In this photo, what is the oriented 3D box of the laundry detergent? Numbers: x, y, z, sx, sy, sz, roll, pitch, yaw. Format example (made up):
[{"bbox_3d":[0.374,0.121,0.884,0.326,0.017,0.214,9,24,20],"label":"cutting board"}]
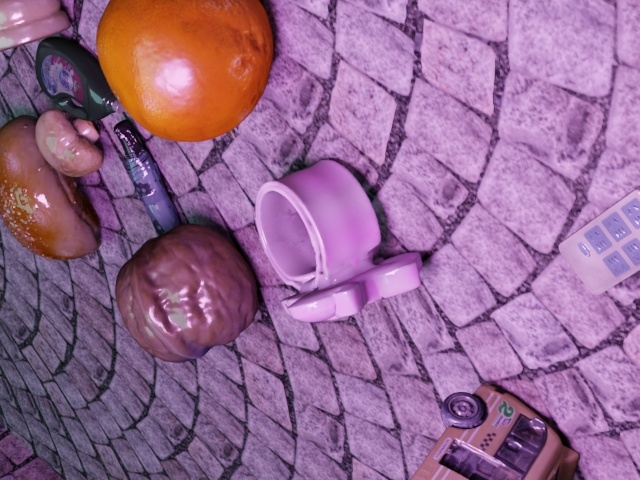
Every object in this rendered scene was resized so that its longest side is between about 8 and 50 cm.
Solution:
[{"bbox_3d":[-0.424,-0.273,2.212,0.211,0.063,0.137,34,132,28],"label":"laundry detergent"}]

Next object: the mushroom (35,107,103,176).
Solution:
[{"bbox_3d":[-0.467,-0.184,2.303,0.148,0.112,0.148,59,180,1],"label":"mushroom"}]

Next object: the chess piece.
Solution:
[{"bbox_3d":[-0.555,-0.487,2.131,0.167,0.167,0.300,3,114,52],"label":"chess piece"}]

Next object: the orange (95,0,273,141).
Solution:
[{"bbox_3d":[-0.196,-0.268,1.763,0.261,0.261,0.261,33,141,31],"label":"orange"}]

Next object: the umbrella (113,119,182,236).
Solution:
[{"bbox_3d":[-0.309,-0.102,2.230,0.053,0.052,0.250,-112,0,-71],"label":"umbrella"}]

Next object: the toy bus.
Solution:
[{"bbox_3d":[0.200,0.384,1.723,0.202,0.365,0.177,25,139,22],"label":"toy bus"}]

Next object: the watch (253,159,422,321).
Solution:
[{"bbox_3d":[0.000,0.000,1.804,0.248,0.211,0.217,-15,98,65],"label":"watch"}]

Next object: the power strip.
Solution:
[{"bbox_3d":[0.358,-0.001,1.464,0.081,0.035,0.192,53,147,5],"label":"power strip"}]

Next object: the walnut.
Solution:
[{"bbox_3d":[-0.234,0.091,2.142,0.248,0.248,0.248,33,141,31],"label":"walnut"}]

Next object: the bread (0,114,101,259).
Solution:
[{"bbox_3d":[-0.546,-0.076,2.413,0.314,0.171,0.192,65,176,-22],"label":"bread"}]
